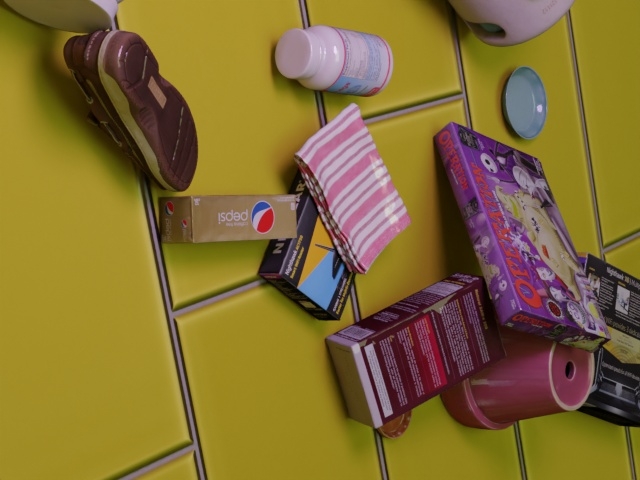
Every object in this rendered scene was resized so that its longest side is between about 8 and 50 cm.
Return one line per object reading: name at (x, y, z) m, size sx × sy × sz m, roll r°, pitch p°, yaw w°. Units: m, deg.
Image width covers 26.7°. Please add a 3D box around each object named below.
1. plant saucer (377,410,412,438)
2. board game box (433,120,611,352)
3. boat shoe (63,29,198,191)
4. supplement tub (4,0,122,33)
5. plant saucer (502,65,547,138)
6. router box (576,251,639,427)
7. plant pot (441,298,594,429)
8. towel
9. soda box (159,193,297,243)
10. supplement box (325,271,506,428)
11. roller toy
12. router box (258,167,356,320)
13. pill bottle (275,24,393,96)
plant saucer at (0.102, 0.242, 1.934) m, size 0.083 × 0.013 × 0.083 m, roll 1°, pitch 89°, yaw -48°
board game box at (0.295, -0.007, 1.983) m, size 0.208 × 0.056 × 0.346 m, roll 14°, pitch 46°, yaw -36°
boat shoe at (-0.217, -0.151, 1.542) m, size 0.257 × 0.095 × 0.095 m, roll 70°, pitch 34°, yaw -52°
supplement tub at (-0.261, -0.340, 1.457) m, size 0.144 × 0.144 × 0.199 m, roll 26°, pitch 70°, yaw -44°
plant saucer at (0.328, -0.223, 2.189) m, size 0.119 × 0.021 × 0.119 m, roll 3°, pitch 86°, yaw -48°
router box at (0.486, 0.176, 2.306) m, size 0.309 × 0.081 × 0.243 m, roll 24°, pitch 72°, yaw -45°
plant pot at (0.304, 0.188, 2.034) m, size 0.201 × 0.180 × 0.201 m, roll 3°, pitch 85°, yaw -48°
towel at (0.049, -0.070, 1.806) m, size 0.144 × 0.029 × 0.197 m, roll -47°, pitch 120°, yaw -41°
soda box at (-0.113, -0.028, 1.671) m, size 0.181 × 0.061 × 0.058 m, roll -4°, pitch 92°, yaw -47°
supplement box at (0.136, 0.150, 1.883) m, size 0.239 × 0.073 × 0.130 m, roll -24°, pitch 108°, yaw -26°
roller toy at (0.289, -0.396, 2.027) m, size 0.146 × 0.191 × 0.209 m, roll 46°, pitch 34°, yaw -35°
router box at (0.000, 0.000, 1.804) m, size 0.133 × 0.046 × 0.179 m, roll 39°, pitch 61°, yaw -39°
pill bottle at (0.018, -0.241, 1.802) m, size 0.160 × 0.087 × 0.087 m, roll 1°, pitch 88°, yaw -47°
